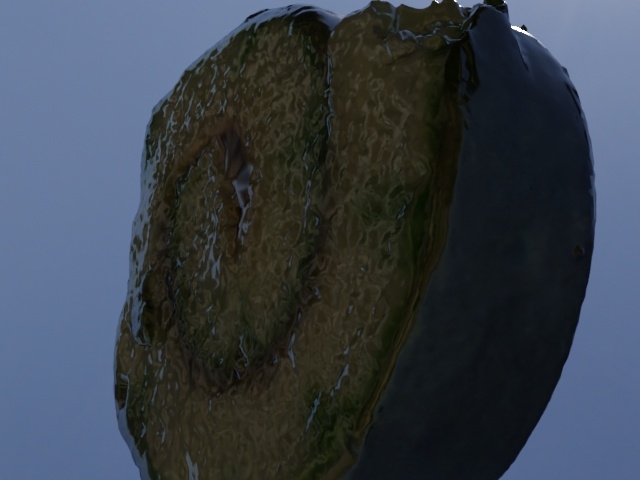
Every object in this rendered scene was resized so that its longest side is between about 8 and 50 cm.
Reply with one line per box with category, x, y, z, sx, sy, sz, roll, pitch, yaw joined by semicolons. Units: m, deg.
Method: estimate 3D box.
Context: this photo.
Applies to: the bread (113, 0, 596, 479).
bread;0.000;0.000;0.866;0.382;0.129;0.366;-52;-141;33
